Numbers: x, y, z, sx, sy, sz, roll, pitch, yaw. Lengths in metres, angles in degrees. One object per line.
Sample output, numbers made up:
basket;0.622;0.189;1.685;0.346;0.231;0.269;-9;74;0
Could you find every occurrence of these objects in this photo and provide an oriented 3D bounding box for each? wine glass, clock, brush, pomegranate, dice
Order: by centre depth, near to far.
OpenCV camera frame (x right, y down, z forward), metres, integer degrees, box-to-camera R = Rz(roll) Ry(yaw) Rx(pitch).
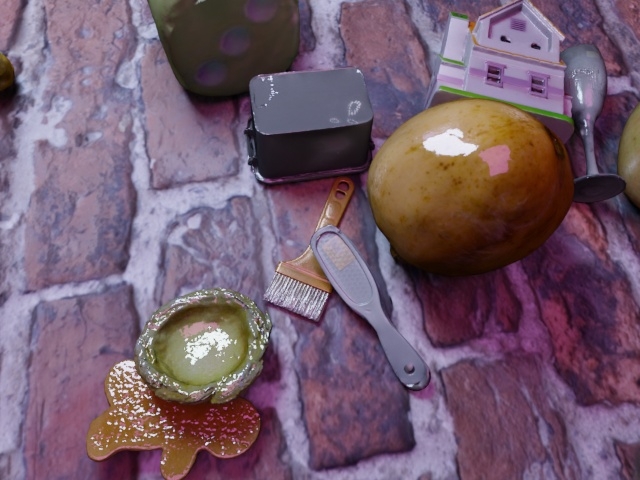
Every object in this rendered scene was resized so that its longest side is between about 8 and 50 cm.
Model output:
pomegranate;0.219;-0.080;0.647;0.306;0.307;0.308;1;68;-2
brush;0.083;0.105;0.699;0.068;0.060;0.297;-33;84;13
wine glass;0.530;-0.258;0.748;0.096;0.264;0.310;14;67;-13
brush;0.000;0.000;0.754;0.103;0.013;0.272;21;68;5
dice;-0.184;-0.441;0.792;0.251;0.250;0.255;-20;71;-10
clock;0.329;-0.308;0.805;0.234;0.166;0.310;15;65;3

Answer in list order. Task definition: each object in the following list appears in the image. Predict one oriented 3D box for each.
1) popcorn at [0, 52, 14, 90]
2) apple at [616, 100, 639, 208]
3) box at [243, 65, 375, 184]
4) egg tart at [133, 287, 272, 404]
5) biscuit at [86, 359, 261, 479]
popcorn;-0.729;-0.309;0.739;0.331;0.225;0.265;2;63;-15
apple;0.697;-0.166;0.711;0.318;0.277;0.320;1;70;-3
box;-0.019;-0.209;0.770;0.243;0.135;0.163;-8;69;-5
egg tart;-0.170;0.157;0.637;0.196;0.078;0.197;4;51;-5
biscuit;-0.206;0.259;0.626;0.240;0.035;0.158;12;57;-1
